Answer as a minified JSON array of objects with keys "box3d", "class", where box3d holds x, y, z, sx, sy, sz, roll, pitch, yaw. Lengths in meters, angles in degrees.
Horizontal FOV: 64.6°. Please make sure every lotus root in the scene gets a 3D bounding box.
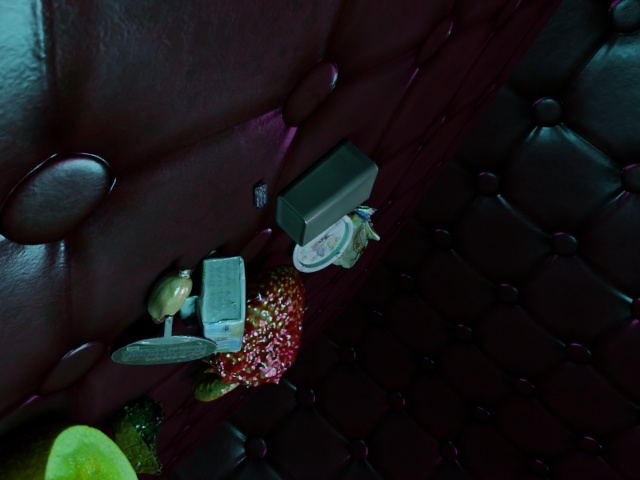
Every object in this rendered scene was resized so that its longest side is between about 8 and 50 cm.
[{"box3d":[-0.304,0.106,1.022,0.073,0.062,0.150,12,121,-49],"class":"lotus root"}]

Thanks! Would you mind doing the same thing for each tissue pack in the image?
[{"box3d":[-0.251,0.156,1.172,0.145,0.159,0.229,0,153,-12],"class":"tissue pack"}]

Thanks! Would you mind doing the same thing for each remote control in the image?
[{"box3d":[-0.130,-0.096,1.087,0.034,0.016,0.091,-26,160,-17],"class":"remote control"}]

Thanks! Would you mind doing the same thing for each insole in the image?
[{"box3d":[-0.244,0.059,1.202,0.064,0.004,0.188,-47,167,-10],"class":"insole"}]

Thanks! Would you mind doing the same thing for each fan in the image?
[{"box3d":[-0.357,0.229,1.092,0.223,0.012,0.294,-14,153,7],"class":"fan"}]

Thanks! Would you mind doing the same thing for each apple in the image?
[{"box3d":[-0.538,0.569,1.010,0.374,0.374,0.384,-37,164,-39],"class":"apple"}]

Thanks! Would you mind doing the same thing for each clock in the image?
[{"box3d":[0.000,0.000,1.627,0.236,0.053,0.236,-27,142,-24],"class":"clock"}]

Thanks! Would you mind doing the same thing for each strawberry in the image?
[{"box3d":[-0.182,0.233,1.418,0.292,0.292,0.343,-24,136,-60],"class":"strawberry"}]

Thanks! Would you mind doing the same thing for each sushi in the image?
[{"box3d":[-0.501,0.526,1.409,0.140,0.149,0.287,-17,-165,-19],"class":"sushi"}]

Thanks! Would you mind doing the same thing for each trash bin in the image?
[{"box3d":[0.012,-0.115,1.270,0.240,0.122,0.164,-40,164,-23],"class":"trash bin"}]

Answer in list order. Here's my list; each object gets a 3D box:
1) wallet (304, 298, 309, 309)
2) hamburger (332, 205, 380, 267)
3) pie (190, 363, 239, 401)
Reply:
[{"box3d":[-0.165,0.315,1.911,0.323,0.041,0.247,-51,-163,6],"class":"wallet"},{"box3d":[0.096,0.006,1.822,0.260,0.150,0.276,-36,164,-35],"class":"hamburger"},{"box3d":[-0.322,0.458,1.738,0.273,0.069,0.273,-19,-170,4],"class":"pie"}]
